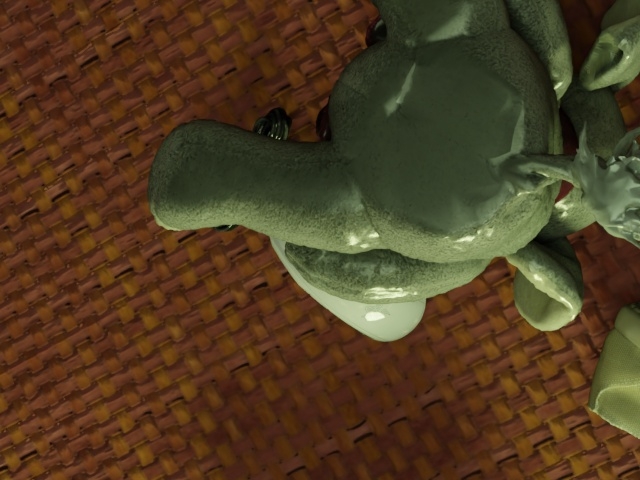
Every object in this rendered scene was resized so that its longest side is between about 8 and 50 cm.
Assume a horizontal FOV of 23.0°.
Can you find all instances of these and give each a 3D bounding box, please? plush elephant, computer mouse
[{"bbox_3d":[0.105,-0.075,1.047,0.330,0.255,0.272,25,97,18],"label":"plush elephant"},{"bbox_3d":[0.000,0.000,1.181,0.193,0.042,0.106,43,107,4],"label":"computer mouse"}]

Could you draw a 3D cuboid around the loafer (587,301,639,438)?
[{"bbox_3d":[0.299,0.155,1.104,0.268,0.102,0.092,42,109,14],"label":"loafer"}]
